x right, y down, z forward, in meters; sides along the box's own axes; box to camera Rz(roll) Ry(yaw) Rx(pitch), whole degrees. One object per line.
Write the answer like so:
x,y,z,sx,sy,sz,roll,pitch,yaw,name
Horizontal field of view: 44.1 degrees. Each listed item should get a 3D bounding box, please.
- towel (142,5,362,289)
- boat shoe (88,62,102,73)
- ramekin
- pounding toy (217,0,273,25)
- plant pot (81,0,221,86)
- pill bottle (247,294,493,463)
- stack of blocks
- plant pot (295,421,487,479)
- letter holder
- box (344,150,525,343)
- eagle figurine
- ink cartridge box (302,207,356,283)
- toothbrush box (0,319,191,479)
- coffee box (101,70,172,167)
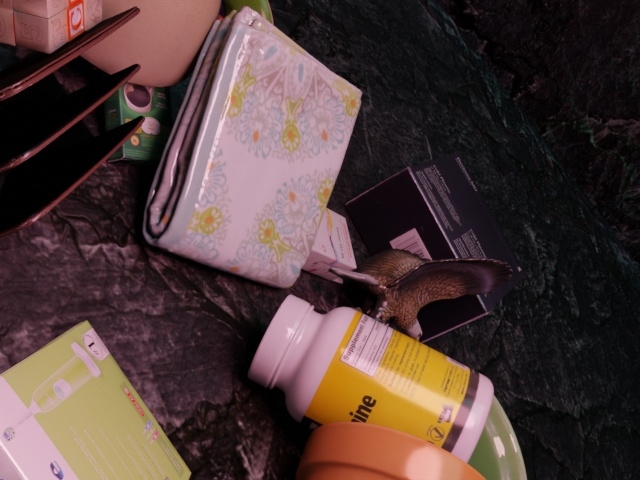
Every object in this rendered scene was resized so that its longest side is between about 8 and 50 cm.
-0.091,-0.129,1.241,0.320,0.090,0.375,23,86,-48,towel
-0.324,-0.321,1.278,0.060,0.064,0.178,39,34,-27,boat shoe
0.223,0.385,1.397,0.303,0.148,0.304,36,38,-35,ramekin
-0.195,-0.433,1.495,0.110,0.183,0.237,-23,83,-33,pounding toy
-0.252,-0.394,1.145,0.284,0.191,0.284,28,41,-28,plant pot
0.069,0.217,1.177,0.333,0.188,0.188,26,33,5,pill bottle
-0.419,-0.326,0.951,0.297,0.087,0.171,15,36,7,stack of blocks
0.080,0.412,1.068,0.291,0.290,0.204,45,50,-23,plant pot
-0.320,-0.150,0.966,0.152,0.214,0.302,62,28,-23,letter holder
0.264,0.004,1.750,0.312,0.178,0.343,-23,84,-58,box
0.165,0.094,1.433,0.298,0.225,0.226,-39,66,-23,eagle figurine
0.000,0.000,1.468,0.198,0.067,0.115,25,46,-51,ink cartridge box
-0.242,0.212,0.712,0.206,0.122,0.283,57,2,-5,toothbrush box
-0.281,-0.209,1.217,0.113,0.040,0.184,-1,84,-56,coffee box
